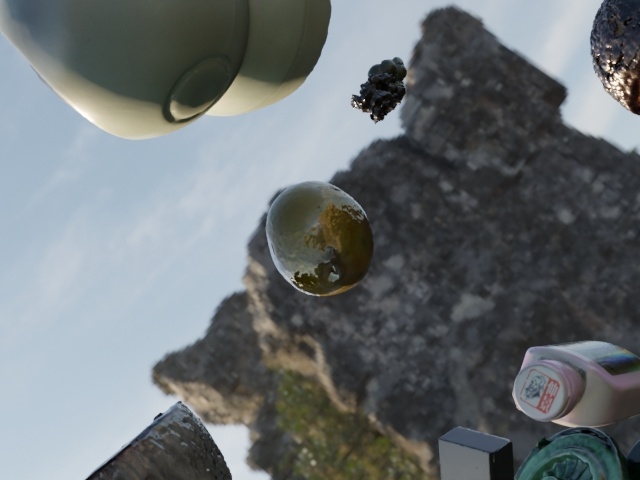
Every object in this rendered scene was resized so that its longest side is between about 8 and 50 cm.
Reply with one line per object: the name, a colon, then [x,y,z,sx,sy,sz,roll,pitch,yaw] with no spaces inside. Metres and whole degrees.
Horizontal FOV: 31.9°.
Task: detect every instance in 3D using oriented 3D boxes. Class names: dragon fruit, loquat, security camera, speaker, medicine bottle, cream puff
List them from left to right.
dragon fruit: [-0.249,0.399,1.601,0.283,0.221,0.204,-38,4,2]
security camera: [-0.128,-0.179,0.859,0.236,0.194,0.194,-21,-35,-52]
loquat: [0.000,0.000,1.507,0.152,0.152,0.195,-59,21,22]
speaker: [0.196,0.341,1.371,0.044,0.082,0.218,-24,-67,-46]
medicine bottle: [0.284,0.157,1.233,0.219,0.115,0.078,2,-71,-56]
cream puff: [0.466,-0.268,1.444,0.239,0.164,0.239,-9,-25,-4]

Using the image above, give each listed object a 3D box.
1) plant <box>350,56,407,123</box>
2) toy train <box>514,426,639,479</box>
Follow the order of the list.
plant: [0.102,-0.246,1.821,0.174,0.085,0.087,-66,-33,-55]
toy train: [0.173,0.329,0.704,0.179,0.272,0.442,30,-81,-26]
